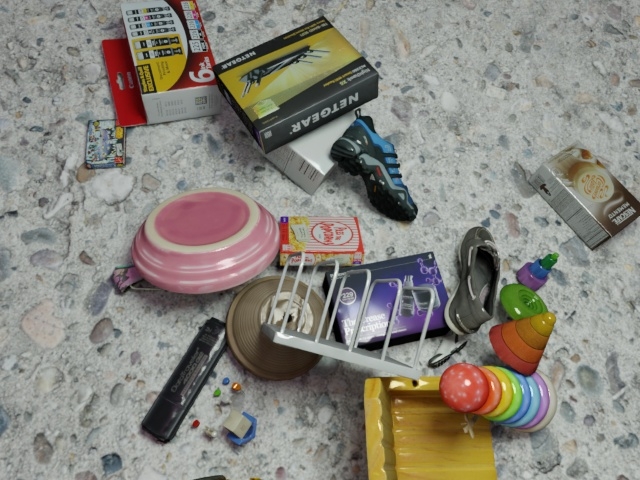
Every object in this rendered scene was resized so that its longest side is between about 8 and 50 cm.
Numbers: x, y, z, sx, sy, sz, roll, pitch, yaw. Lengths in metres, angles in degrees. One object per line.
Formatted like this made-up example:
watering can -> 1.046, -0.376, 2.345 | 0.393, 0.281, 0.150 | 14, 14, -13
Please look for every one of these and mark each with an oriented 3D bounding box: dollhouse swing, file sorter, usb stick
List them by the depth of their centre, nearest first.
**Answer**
dollhouse swing -> 0.223, 0.424, 1.023 | 0.315, 0.305, 0.347 | 1, 66, -4
file sorter -> 0.049, 0.139, 1.053 | 0.278, 0.193, 0.173 | 17, 82, -11
usb stick -> -0.284, 0.298, 1.177 | 0.077, 0.045, 0.278 | 24, 67, 13

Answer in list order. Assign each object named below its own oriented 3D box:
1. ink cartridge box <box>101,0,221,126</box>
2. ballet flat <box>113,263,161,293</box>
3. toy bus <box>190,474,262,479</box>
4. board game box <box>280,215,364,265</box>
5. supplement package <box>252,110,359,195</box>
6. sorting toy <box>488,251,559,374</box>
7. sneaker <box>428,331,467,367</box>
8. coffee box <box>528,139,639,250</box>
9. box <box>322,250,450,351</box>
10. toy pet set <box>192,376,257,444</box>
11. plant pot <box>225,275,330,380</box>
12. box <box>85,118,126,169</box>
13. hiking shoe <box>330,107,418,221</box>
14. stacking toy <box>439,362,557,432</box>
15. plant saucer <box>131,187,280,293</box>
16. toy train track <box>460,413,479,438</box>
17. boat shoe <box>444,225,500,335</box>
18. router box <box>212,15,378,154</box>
ink cartridge box -> -0.429, -0.474, 1.439 | 0.272, 0.130, 0.309 | -13, 69, -16
ballet flat -> -0.365, 0.072, 1.259 | 0.221, 0.077, 0.079 | -16, 87, -8
toy bus -> -0.139, 0.511, 1.009 | 0.211, 0.220, 0.149 | -4, 70, -13
board game box -> 0.000, 0.000, 1.292 | 0.193, 0.045, 0.147 | 0, 36, -5
supplement package -> -0.027, -0.264, 1.364 | 0.203, 0.149, 0.194 | 41, 69, 0
sorting toy -> 0.476, 0.129, 1.184 | 0.127, 0.126, 0.365 | 36, 39, 4
sneaker -> 0.286, 0.251, 1.250 | 0.109, 0.040, 0.044 | -31, 57, -20
coffee box -> 0.685, -0.118, 1.403 | 0.141, 0.098, 0.246 | -32, 73, -16
box -> 0.153, 0.145, 1.249 | 0.261, 0.103, 0.184 | -11, 66, -9
toy pet set -> -0.187, 0.375, 1.156 | 0.114, 0.065, 0.122 | 14, 57, 40
plant pot -> -0.084, 0.181, 1.186 | 0.237, 0.110, 0.237 | 5, 69, -14
box -> -0.551, -0.250, 1.400 | 0.094, 0.027, 0.137 | -5, 67, -8
hiking shoe -> 0.159, -0.167, 1.303 | 0.304, 0.113, 0.132 | 46, 66, -33
stacking toy -> 0.342, 0.300, 1.079 | 0.330, 0.141, 0.141 | 23, 58, -42
plant saucer -> -0.257, -0.020, 1.215 | 0.332, 0.084, 0.332 | -1, 38, 1
toy train track -> 0.296, 0.362, 1.077 | 0.014, 0.083, 0.048 | -21, 82, 32
boat shoe -> 0.374, 0.077, 1.246 | 0.112, 0.095, 0.335 | 41, 46, -13
router box -> -0.058, -0.367, 1.257 | 0.309, 0.081, 0.243 | -30, 62, -12
